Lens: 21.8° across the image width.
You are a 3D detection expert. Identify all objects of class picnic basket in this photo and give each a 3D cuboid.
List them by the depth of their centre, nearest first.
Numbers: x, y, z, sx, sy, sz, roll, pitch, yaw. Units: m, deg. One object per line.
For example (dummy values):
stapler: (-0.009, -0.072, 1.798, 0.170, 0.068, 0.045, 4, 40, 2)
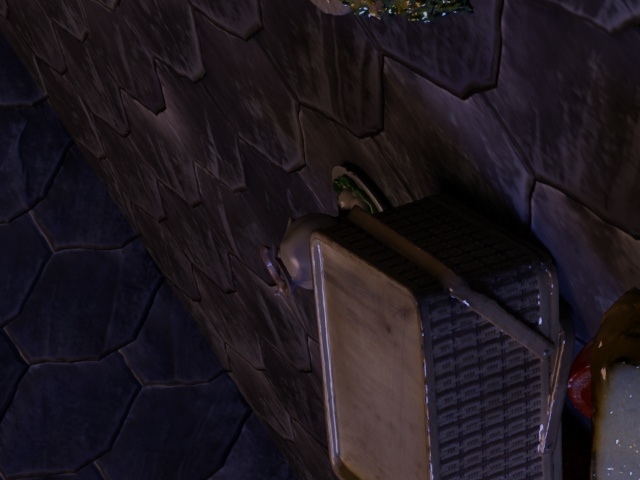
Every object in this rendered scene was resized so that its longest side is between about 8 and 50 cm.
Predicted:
picnic basket: (0.125, 0.124, 1.684, 0.228, 0.175, 0.313, 34, 135, 54)

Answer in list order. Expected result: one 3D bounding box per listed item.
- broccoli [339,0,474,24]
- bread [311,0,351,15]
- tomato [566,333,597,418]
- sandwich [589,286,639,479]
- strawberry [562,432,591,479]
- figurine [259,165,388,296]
broccoli: (0.049, -0.243, 1.120, 0.194, 0.219, 0.194, -5, -90, -76)
bread: (0.031, -0.268, 1.289, 0.148, 0.141, 0.134, 56, 169, 3)
tomato: (0.292, 0.107, 1.383, 0.159, 0.091, 0.139, 12, 151, 27)
sandwich: (0.317, 0.155, 1.264, 0.226, 0.087, 0.251, 15, 142, 21)
strawberry: (0.267, 0.275, 1.813, 0.228, 0.098, 0.174, 51, 164, 31)
figurine: (0.000, 0.000, 1.941, 0.132, 0.153, 0.132, 50, 164, 20)
